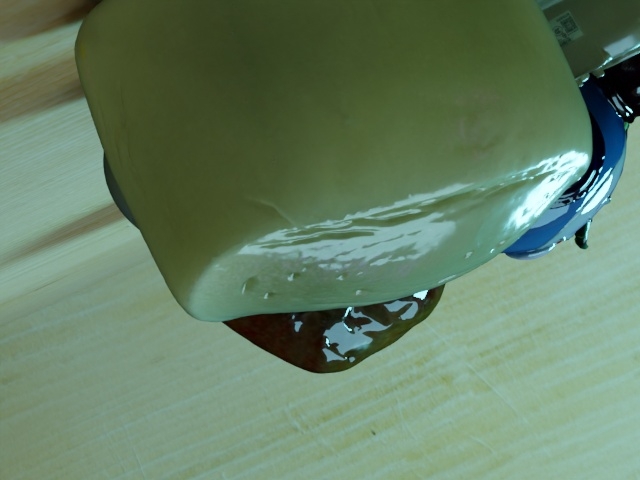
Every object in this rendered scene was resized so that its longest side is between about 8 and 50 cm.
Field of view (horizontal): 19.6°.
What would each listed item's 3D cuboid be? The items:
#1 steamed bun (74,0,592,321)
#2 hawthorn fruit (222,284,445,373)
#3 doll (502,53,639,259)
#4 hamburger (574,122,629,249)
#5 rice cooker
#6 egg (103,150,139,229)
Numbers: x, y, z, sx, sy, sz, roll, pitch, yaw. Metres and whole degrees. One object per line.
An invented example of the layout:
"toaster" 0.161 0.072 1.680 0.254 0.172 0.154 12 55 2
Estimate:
"steamed bun" 0.015 -0.072 0.950 0.250 0.200 0.155 -18 163 -17
"hawthorn fruit" 0.005 0.010 2.240 0.308 0.308 0.325 -25 171 10
"doll" 0.179 -0.121 1.562 0.310 0.240 0.284 -40 -156 8
"hamburger" 0.248 -0.126 2.295 0.150 0.260 0.276 15 169 -39
"rice cooker" 0.206 -0.190 1.350 0.145 0.127 0.206 -26 -173 43
"egg" -0.056 -0.061 1.227 0.146 0.146 0.198 -25 172 39
